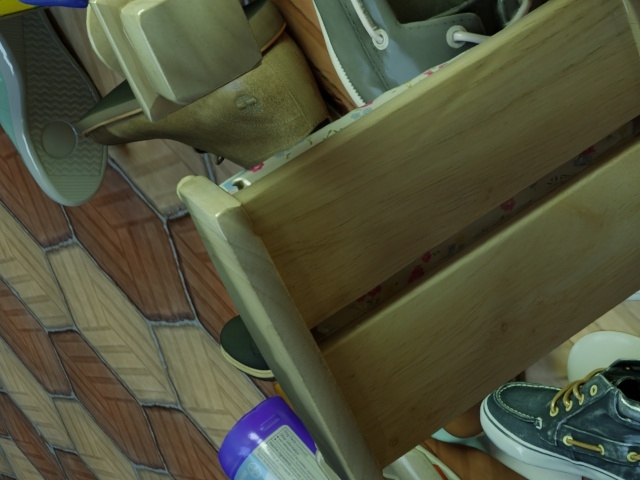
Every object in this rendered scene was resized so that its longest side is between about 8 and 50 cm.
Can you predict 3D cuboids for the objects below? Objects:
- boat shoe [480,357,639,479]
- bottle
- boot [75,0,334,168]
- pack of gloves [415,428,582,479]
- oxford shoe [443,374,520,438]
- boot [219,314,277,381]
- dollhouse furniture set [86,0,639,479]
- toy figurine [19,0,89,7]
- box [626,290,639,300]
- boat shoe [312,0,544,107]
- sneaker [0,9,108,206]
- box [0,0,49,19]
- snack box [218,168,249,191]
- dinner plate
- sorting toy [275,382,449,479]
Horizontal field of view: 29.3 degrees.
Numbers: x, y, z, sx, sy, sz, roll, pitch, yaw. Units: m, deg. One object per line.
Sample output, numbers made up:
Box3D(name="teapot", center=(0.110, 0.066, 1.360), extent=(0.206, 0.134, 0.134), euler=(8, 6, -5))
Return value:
Box3D(name="boat shoe", center=(0.177, 0.108, 0.791), extent=(0.183, 0.065, 0.083), euler=(17, 127, 45))
Box3D(name="bottle", center=(0.015, 0.293, 1.259), extent=(0.283, 0.092, 0.118), euler=(47, 151, 13))
Box3D(name="boot", center=(-0.102, -0.098, 0.987), extent=(0.115, 0.112, 0.305), euler=(51, 153, -19))
Box3D(name="pack of gloves", center=(0.122, 0.199, 1.033), extent=(0.232, 0.046, 0.195), euler=(23, 141, 45))
Box3D(name="oxford shoe", center=(0.103, 0.089, 0.898), extent=(0.076, 0.076, 0.212), euler=(38, 149, 26))
Box3D(name="boot", center=(-0.049, 0.059, 1.064), extent=(0.198, 0.077, 0.137), euler=(-4, 143, 45))
Box3D(name="dollhouse furniture set", center=(0.070, -0.074, 0.532), extent=(0.355, 0.303, 0.174), euler=(65, 165, -22))
Box3D(name="toy figurine", center=(-0.172, -0.279, 0.799), extent=(0.217, 0.362, 0.191), euler=(15, -179, -3))
Box3D(name="box", center=(0.174, -0.040, 0.602), extent=(0.137, 0.072, 0.126), euler=(-5, 118, 40))
Box3D(name="boat shoe", center=(0.045, -0.160, 0.661), extent=(0.335, 0.112, 0.095), euler=(57, 158, 2))
Box3D(name="sneaker", center=(-0.308, -0.150, 1.252), extent=(0.151, 0.094, 0.255), euler=(-12, 102, 55))
Box3D(name="box", center=(-0.369, -0.319, 1.001), extent=(0.290, 0.177, 0.279), euler=(18, 123, 50))
Box3D(name="snack box", center=(0.000, 0.000, 0.970), extent=(0.178, 0.064, 0.022), euler=(42, 150, 22))
Box3D(name="dinner plate", center=(0.218, 0.123, 0.821), extent=(0.141, 0.017, 0.141), euler=(37, 149, 27))
Box3D(name="sorting toy", center=(0.091, 0.238, 1.055), extent=(0.347, 0.047, 0.196), euler=(54, 158, -7))
